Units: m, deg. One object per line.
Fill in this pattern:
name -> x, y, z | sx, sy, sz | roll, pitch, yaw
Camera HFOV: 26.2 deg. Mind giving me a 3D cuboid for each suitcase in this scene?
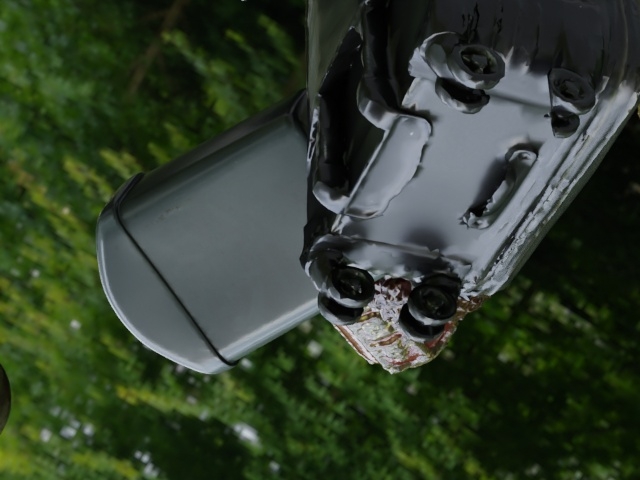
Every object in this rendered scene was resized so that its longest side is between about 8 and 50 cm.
suitcase -> 0.096, -0.170, 0.994 | 0.194, 0.283, 0.434 | 11, -133, -16

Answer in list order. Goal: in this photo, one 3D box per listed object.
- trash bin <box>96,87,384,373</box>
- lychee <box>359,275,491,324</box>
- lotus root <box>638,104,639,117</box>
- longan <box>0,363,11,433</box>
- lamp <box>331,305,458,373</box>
trash bin -> -0.068, 0.000, 1.143 | 0.177, 0.236, 0.101 | 56, -157, -14
lychee -> 0.118, -0.005, 1.380 | 0.188, 0.188, 0.188 | 30, -169, -6
lotus root -> 0.356, -0.130, 1.381 | 0.072, 0.063, 0.152 | -4, -164, 10
longan -> -0.524, 0.224, 1.982 | 0.159, 0.204, 0.185 | 19, 154, -12
lamp -> 0.077, 0.060, 1.885 | 0.274, 0.177, 0.177 | 51, 177, -35
